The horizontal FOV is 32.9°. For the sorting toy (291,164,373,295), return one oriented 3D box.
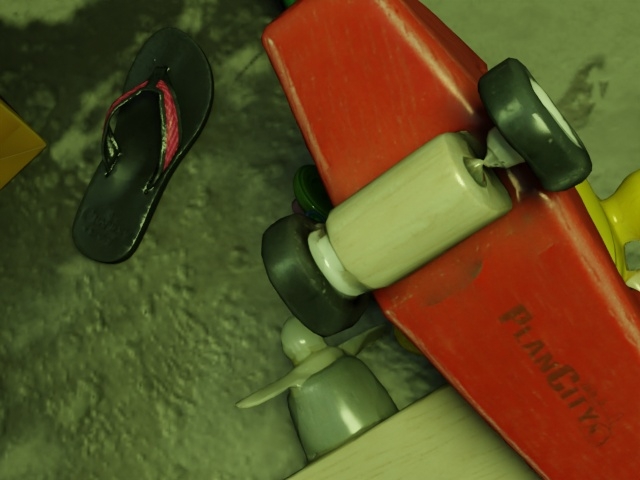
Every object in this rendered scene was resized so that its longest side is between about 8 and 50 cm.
[{"bbox_3d":[0.000,0.000,0.723,0.042,0.061,0.102,-44,60,32],"label":"sorting toy"}]

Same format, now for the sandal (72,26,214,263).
[{"bbox_3d":[-0.126,-0.070,0.764,0.067,0.040,0.179,17,78,14],"label":"sandal"}]

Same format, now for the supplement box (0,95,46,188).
[{"bbox_3d":[-0.343,-0.086,0.758,0.191,0.129,0.194,-44,72,-4],"label":"supplement box"}]

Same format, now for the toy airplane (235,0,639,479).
[{"bbox_3d":[0.148,0.055,0.593,0.386,0.272,0.385,8,115,3],"label":"toy airplane"}]

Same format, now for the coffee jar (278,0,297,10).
[{"bbox_3d":[0.029,-0.145,0.730,0.079,0.096,0.184,-32,71,2],"label":"coffee jar"}]
